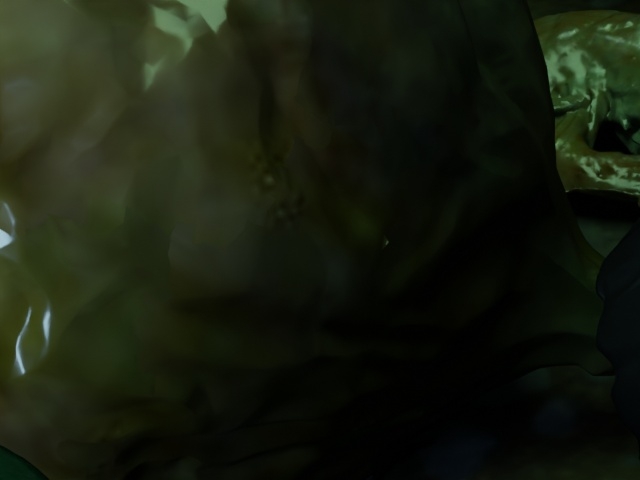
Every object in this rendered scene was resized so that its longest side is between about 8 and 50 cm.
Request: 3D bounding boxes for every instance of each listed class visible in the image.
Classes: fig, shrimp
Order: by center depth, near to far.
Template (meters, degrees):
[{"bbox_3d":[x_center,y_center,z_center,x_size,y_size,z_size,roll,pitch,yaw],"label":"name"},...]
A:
[{"bbox_3d":[0.000,0.000,0.557,0.368,0.286,0.286,30,44,-1],"label":"fig"},{"bbox_3d":[0.125,-0.042,0.689,0.099,0.041,0.180,-30,43,-24],"label":"shrimp"}]

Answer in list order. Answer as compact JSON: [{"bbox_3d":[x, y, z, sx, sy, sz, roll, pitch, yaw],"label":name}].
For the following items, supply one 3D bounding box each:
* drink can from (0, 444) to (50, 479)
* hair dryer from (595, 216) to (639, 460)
[{"bbox_3d":[-0.083,0.138,0.364,0.118,0.205,0.118,-6,40,5],"label":"drink can"},{"bbox_3d":[0.208,-0.096,0.473,0.312,0.123,0.341,-22,50,19],"label":"hair dryer"}]
